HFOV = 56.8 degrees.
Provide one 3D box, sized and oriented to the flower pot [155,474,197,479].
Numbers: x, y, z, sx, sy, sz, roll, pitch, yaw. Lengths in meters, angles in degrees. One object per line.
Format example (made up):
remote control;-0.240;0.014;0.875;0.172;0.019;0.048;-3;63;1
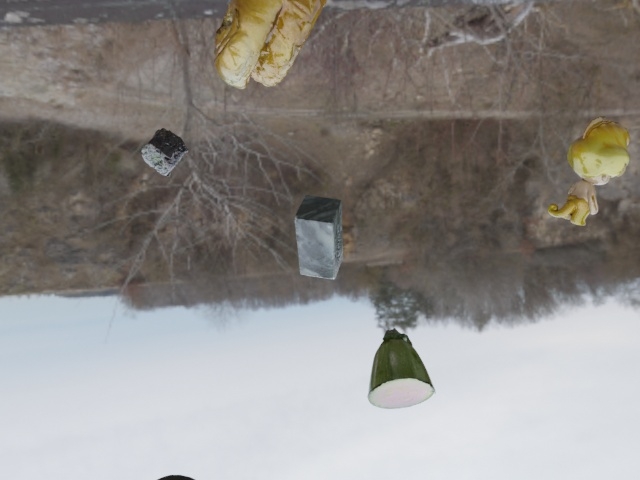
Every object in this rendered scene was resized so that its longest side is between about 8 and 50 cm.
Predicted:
flower pot;-0.188;0.468;0.737;0.301;0.213;0.302;-3;-162;1

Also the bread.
bread;-0.071;-0.329;0.865;0.120;0.236;0.198;29;-175;-13

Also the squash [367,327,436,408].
squash;0.120;0.185;0.934;0.105;0.132;0.105;-2;141;-1

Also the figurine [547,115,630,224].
figurine;0.614;-0.158;1.345;0.131;0.247;0.156;5;-161;-23

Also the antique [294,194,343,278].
antique;0.000;0.000;1.328;0.085;0.183;0.088;8;-138;14

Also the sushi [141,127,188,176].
sushi;-0.387;-0.216;1.459;0.094;0.084;0.098;40;142;-15
